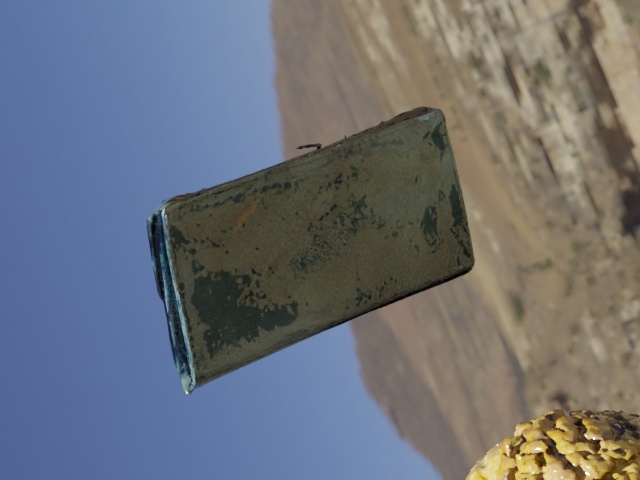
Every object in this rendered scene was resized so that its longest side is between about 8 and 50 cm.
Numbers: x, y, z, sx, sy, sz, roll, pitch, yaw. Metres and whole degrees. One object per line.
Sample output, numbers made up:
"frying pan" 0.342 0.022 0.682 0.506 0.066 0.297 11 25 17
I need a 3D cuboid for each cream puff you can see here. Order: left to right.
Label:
"cream puff" 0.359 0.328 1.919 0.343 0.231 0.327 33 -167 30

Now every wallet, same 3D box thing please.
"wallet" 0.000 0.000 1.553 0.046 0.379 0.190 9 114 52
